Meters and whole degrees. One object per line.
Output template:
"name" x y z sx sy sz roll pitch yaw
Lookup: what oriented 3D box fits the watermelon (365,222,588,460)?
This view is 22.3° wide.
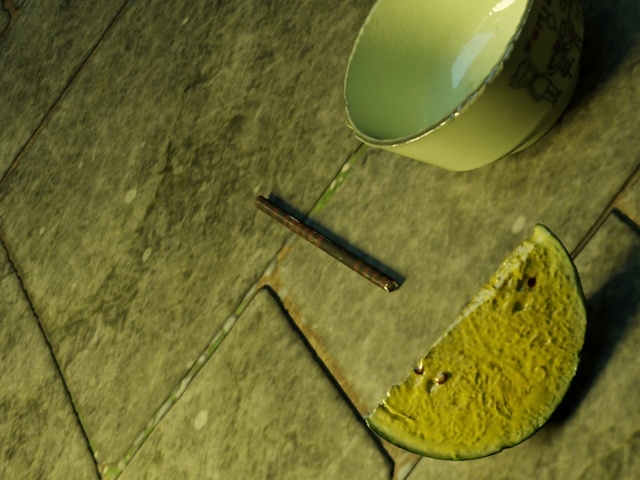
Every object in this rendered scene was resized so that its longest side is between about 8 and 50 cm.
"watermelon" 0.127 0.090 1.106 0.181 0.092 0.075 -47 46 3

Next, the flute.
"flute" 0.000 0.000 1.430 0.014 0.014 0.269 -58 31 0

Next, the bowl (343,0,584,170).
"bowl" 0.128 -0.142 1.279 0.211 0.112 0.211 -36 37 34
